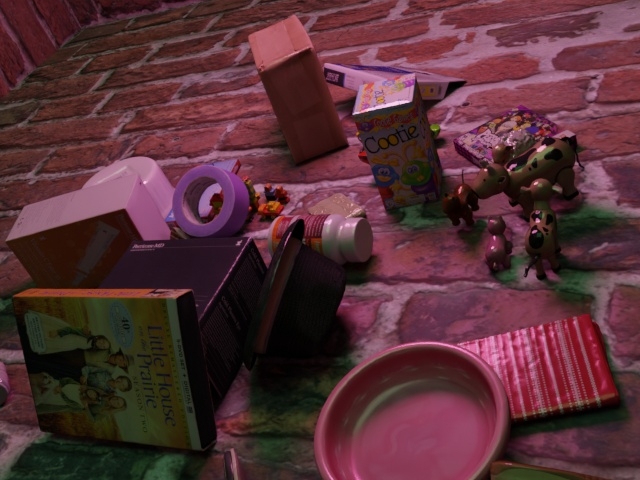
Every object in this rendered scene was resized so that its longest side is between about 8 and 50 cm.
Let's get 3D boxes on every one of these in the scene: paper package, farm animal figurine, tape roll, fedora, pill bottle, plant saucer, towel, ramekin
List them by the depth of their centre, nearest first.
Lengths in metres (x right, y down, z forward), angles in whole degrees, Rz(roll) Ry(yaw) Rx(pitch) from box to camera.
[{"bbox_3d":[0.154,0.318,1.301,0.332,0.084,0.332,-18,39,16],"label":"plant saucer"},{"bbox_3d":[0.362,0.232,1.372,0.275,0.031,0.198,-15,37,14],"label":"towel"},{"bbox_3d":[-0.037,0.124,1.593,0.153,0.334,0.334,17,43,3],"label":"fedora"},{"bbox_3d":[0.415,-0.106,1.642,0.327,0.172,0.330,-41,41,-14],"label":"farm animal figurine"},{"bbox_3d":[0.000,0.000,1.811,0.221,0.121,0.121,-1,40,29],"label":"pill bottle"},{"bbox_3d":[0.038,-0.070,1.969,0.110,0.027,0.148,-33,35,-13],"label":"towel"},{"bbox_3d":[-0.285,-0.097,2.048,0.189,0.080,0.188,-4,81,23],"label":"tape roll"},{"bbox_3d":[-0.067,-0.435,2.261,0.168,0.324,0.309,-21,35,3],"label":"paper package"},{"bbox_3d":[-0.561,-0.123,2.285,0.277,0.135,0.277,-16,35,11],"label":"ramekin"}]

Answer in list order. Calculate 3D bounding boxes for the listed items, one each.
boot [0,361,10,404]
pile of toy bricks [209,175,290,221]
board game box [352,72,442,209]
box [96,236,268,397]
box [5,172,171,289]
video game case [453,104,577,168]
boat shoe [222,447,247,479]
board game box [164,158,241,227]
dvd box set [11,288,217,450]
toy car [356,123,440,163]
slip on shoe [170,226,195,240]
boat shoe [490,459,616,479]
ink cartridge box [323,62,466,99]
[{"bbox_3d":[-0.848,0.369,1.830,0.258,0.095,0.123,-21,27,-13],"label":"boot"},{"bbox_3d":[-0.192,-0.123,2.101,0.212,0.105,0.118,1,41,31],"label":"pile of toy bricks"},{"bbox_3d":[0.190,-0.233,1.884,0.142,0.275,0.144,-10,37,18],"label":"board game box"},{"bbox_3d":[-0.318,0.159,1.723,0.344,0.178,0.312,-1,41,28],"label":"box"},{"bbox_3d":[-0.602,-0.008,2.081,0.346,0.215,0.168,-15,35,12],"label":"box"},{"bbox_3d":[0.473,-0.240,1.940,0.210,0.041,0.232,-27,34,-7],"label":"video game case"},{"bbox_3d":[-0.156,0.443,1.338,0.065,0.075,0.206,-18,39,1],"label":"boat shoe"},{"bbox_3d":[-0.337,-0.137,2.272,0.145,0.027,0.281,-5,38,21],"label":"board game box"},{"bbox_3d":[-0.411,0.247,1.554,0.421,0.307,0.062,-1,13,27],"label":"dvd box set"},{"bbox_3d":[0.210,-0.259,2.094,0.225,0.053,0.239,-11,24,5],"label":"toy car"},{"bbox_3d":[-0.361,0.000,2.091,0.041,0.051,0.135,6,10,-32],"label":"slip on shoe"},{"bbox_3d":[0.399,0.392,1.080,0.342,0.123,0.123,7,76,18],"label":"boat shoe"},{"bbox_3d":[0.215,-0.470,2.338,0.307,0.072,0.304,-5,21,-36],"label":"ink cartridge box"}]
